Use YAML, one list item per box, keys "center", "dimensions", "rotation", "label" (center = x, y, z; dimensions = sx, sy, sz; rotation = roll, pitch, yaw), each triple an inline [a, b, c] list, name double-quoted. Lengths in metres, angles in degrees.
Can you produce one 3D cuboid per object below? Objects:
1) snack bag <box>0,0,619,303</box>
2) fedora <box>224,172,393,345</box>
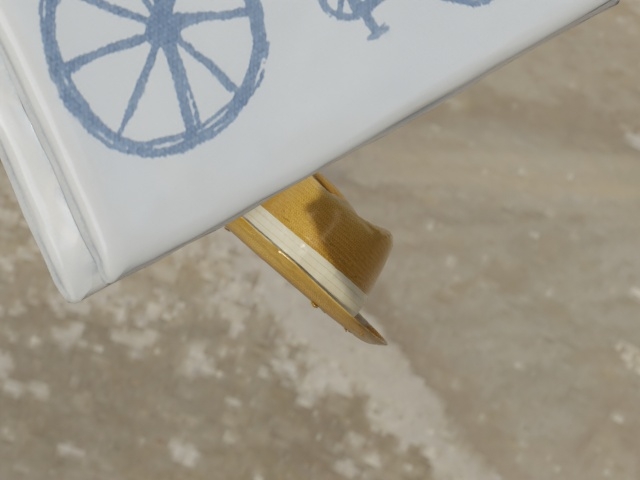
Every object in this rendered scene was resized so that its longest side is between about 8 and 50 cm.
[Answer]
- center: [-0.038, -0.195, 0.622]
  dimensions: [0.323, 0.037, 0.342]
  rotation: [-32, 102, -34]
  label: "snack bag"
- center: [0.000, 0.000, 1.272]
  dimensions: [0.194, 0.079, 0.194]
  rotation: [41, 0, 0]
  label: "fedora"
